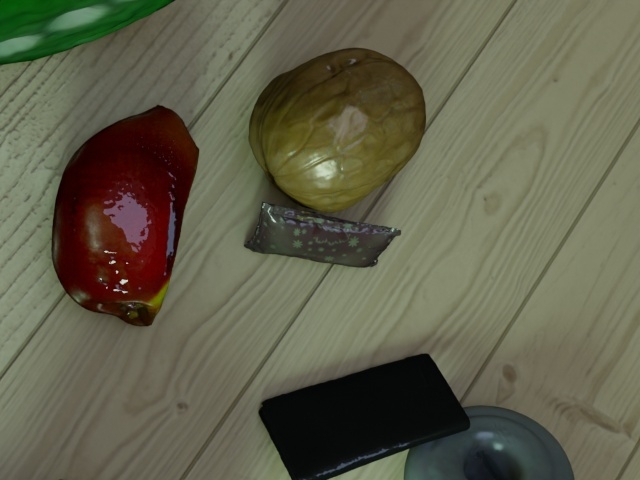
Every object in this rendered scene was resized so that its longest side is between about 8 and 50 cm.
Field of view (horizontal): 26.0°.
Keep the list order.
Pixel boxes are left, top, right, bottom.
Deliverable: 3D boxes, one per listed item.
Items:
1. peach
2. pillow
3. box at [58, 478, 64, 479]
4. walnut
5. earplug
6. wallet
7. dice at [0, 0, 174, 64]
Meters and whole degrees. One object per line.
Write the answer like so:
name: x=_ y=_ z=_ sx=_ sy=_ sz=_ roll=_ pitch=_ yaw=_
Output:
peach: x=-0.226 y=-0.047 z=1.614 sx=0.158 sy=0.154 sz=0.267 roll=18 pitch=78 yaw=-16
pillow: x=0.000 y=0.000 z=1.713 sx=0.185 sy=0.118 sz=0.043 roll=10 pitch=61 yaw=-16
box: x=-0.215 y=0.384 z=1.539 sx=0.251 sy=0.203 sz=0.106 roll=44 pitch=71 yaw=-10
walnut: x=0.025 y=-0.138 z=1.694 sx=0.221 sy=0.195 sz=0.195 roll=-29 pitch=94 yaw=-23
earplug: x=0.229 y=0.365 z=1.735 sx=0.214 sy=0.175 sz=0.325 roll=-18 pitch=80 yaw=-17
wallet: x=0.056 y=0.219 z=1.720 sx=0.244 sy=0.025 sz=0.124 roll=-15 pitch=54 yaw=-21
dice: x=-0.319 y=-0.370 z=1.521 sx=0.297 sy=0.300 sz=0.287 roll=-21 pitch=89 yaw=-33
